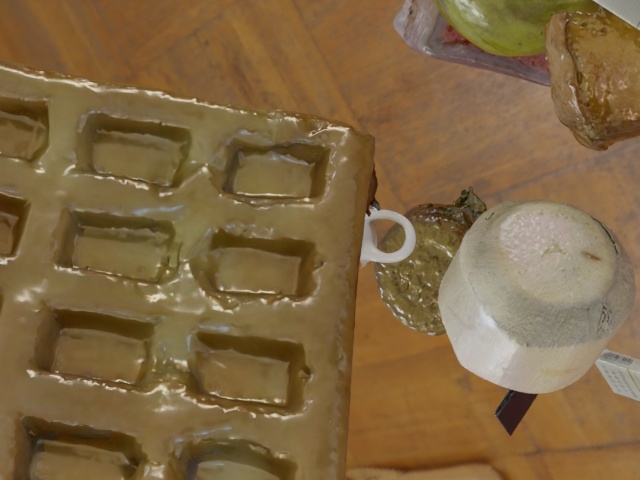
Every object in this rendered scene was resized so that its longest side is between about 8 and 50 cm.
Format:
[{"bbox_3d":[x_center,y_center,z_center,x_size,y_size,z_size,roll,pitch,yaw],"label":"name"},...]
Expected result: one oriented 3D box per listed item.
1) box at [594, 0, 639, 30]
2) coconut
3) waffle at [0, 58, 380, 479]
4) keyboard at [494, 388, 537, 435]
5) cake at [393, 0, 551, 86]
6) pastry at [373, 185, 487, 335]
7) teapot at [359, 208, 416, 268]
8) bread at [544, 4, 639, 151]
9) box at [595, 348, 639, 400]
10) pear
[{"bbox_3d":[0.348,-0.303,1.124,0.245,0.035,0.139,37,121,10],"label":"box"},{"bbox_3d":[0.245,0.069,1.235,0.224,0.224,0.234,36,157,19],"label":"coconut"},{"bbox_3d":[-0.113,0.047,0.681,0.304,0.348,0.077,9,153,-5],"label":"waffle"},{"bbox_3d":[0.294,0.167,1.412,0.015,0.196,0.074,26,162,35],"label":"keyboard"},{"bbox_3d":[0.321,-0.433,1.948,0.230,0.309,0.237,-120,44,-61],"label":"cake"},{"bbox_3d":[0.217,0.053,1.937,0.235,0.132,0.240,-22,96,37],"label":"pastry"},{"bbox_3d":[0.000,0.000,1.291,0.246,0.116,0.159,-6,154,32],"label":"teapot"},{"bbox_3d":[0.358,-0.192,1.293,0.143,0.229,0.139,-14,68,24],"label":"bread"},{"bbox_3d":[0.453,0.197,1.424,0.167,0.024,0.090,16,151,50],"label":"box"},{"bbox_3d":[0.283,-0.432,1.557,0.287,0.287,0.375,-4,154,44],"label":"pear"}]
